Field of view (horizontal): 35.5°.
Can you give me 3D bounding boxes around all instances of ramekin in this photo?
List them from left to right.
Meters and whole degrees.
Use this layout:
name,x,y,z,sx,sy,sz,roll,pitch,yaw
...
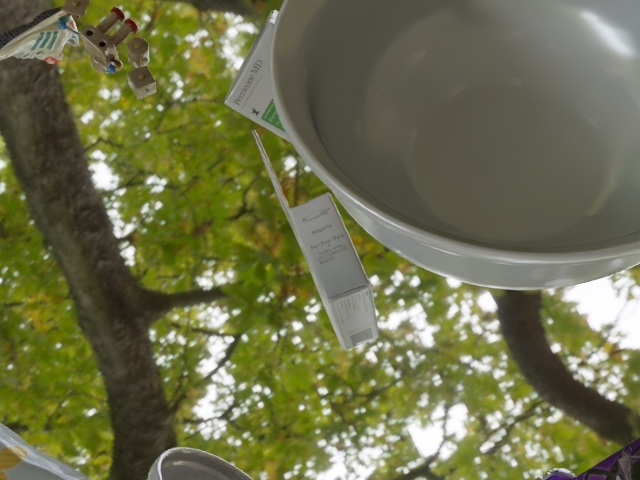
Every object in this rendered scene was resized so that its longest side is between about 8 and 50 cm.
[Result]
name,x,y,z,sx,sy,sz,roll,pitch,yaw
ramekin,-0.145,0.366,1.242,0.207,0.109,0.207,34,-169,-7

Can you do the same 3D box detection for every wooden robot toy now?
name,x,y,z,sx,sy,sz,roll,pitch,yaw
wooden robot toy,-0.269,-0.245,1.300,0.173,0.079,0.076,42,-111,12

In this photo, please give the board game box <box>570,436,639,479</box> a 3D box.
name,x,y,z,sx,sy,sz,roll,pitch,yaw
board game box,0.215,0.314,0.663,0.056,0.208,0.346,17,-133,-16

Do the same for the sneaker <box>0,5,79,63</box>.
name,x,y,z,sx,sy,sz,roll,pitch,yaw
sneaker,-0.427,-0.296,1.517,0.161,0.057,0.075,-47,-54,-42

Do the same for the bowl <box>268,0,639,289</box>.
name,x,y,z,sx,sy,sz,roll,pitch,yaw
bowl,0.122,-0.078,0.628,0.298,0.134,0.297,-3,-123,4

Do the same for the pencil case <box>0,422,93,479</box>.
name,x,y,z,sx,sy,sz,roll,pitch,yaw
pencil case,-0.302,0.249,0.968,0.273,0.124,0.113,21,-127,28

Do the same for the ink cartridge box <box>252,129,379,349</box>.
name,x,y,z,sx,sy,sz,roll,pitch,yaw
ink cartridge box,0.000,0.000,1.296,0.275,0.060,0.238,73,174,-71

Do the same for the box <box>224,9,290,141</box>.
name,x,y,z,sx,sy,sz,roll,pitch,yaw
box,-0.039,-0.176,1.062,0.087,0.101,0.102,29,-163,-10

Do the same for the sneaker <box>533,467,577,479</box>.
name,x,y,z,sx,sy,sz,roll,pitch,yaw
sneaker,0.235,0.382,1.004,0.102,0.146,0.293,13,-84,-55
